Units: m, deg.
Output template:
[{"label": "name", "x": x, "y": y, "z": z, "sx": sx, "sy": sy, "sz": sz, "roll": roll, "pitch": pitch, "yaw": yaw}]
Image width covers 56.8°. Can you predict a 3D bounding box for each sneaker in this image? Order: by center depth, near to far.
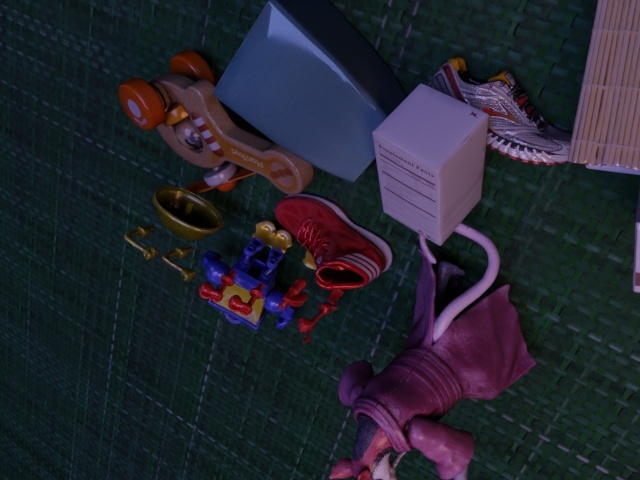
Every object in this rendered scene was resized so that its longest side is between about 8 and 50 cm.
[{"label": "sneaker", "x": 0.243, "y": -0.170, "z": 0.780, "sx": 0.225, "sy": 0.088, "sz": 0.092, "roll": 30, "pitch": 119, "yaw": 15}, {"label": "sneaker", "x": 0.000, "y": 0.000, "z": 0.955, "sx": 0.221, "sy": 0.128, "sz": 0.086, "roll": 26, "pitch": 119, "yaw": 18}]

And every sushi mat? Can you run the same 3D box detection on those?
[{"label": "sushi mat", "x": 0.375, "y": -0.225, "z": 0.641, "sx": 0.152, "sy": 0.019, "sz": 0.316, "roll": 11, "pitch": 87, "yaw": 26}]

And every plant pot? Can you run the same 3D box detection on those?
[{"label": "plant pot", "x": 0.007, "y": -0.208, "z": 0.855, "sx": 0.234, "sy": 0.165, "sz": 0.165, "roll": 43, "pitch": 124, "yaw": 1}]

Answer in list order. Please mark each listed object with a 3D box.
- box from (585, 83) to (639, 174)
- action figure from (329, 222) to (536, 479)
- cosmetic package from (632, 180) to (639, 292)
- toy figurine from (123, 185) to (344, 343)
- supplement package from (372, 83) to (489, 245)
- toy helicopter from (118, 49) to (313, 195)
[{"label": "box", "x": 0.375, "y": -0.137, "z": 0.711, "sx": 0.087, "sy": 0.101, "sz": 0.101, "roll": 11, "pitch": 112, "yaw": 25}, {"label": "action figure", "x": 0.152, "y": 0.190, "z": 0.798, "sx": 0.248, "sy": 0.370, "sz": 0.275, "roll": 24, "pitch": 137, "yaw": 32}, {"label": "cosmetic package", "x": 0.415, "y": -0.020, "z": 0.657, "sx": 0.118, "sy": 0.231, "sz": 0.085, "roll": 2, "pitch": 110, "yaw": 28}, {"label": "toy figurine", "x": -0.165, "y": 0.087, "z": 1.043, "sx": 0.363, "sy": 0.191, "sz": 0.217, "roll": 27, "pitch": 137, "yaw": -1}, {"label": "supplement package", "x": 0.147, "y": -0.097, "z": 0.791, "sx": 0.105, "sy": 0.105, "sz": 0.179, "roll": 35, "pitch": 160, "yaw": 27}, {"label": "toy helicopter", "x": -0.155, "y": -0.149, "z": 0.972, "sx": 0.355, "sy": 0.140, "sz": 0.234, "roll": 27, "pitch": 143, "yaw": 30}]
